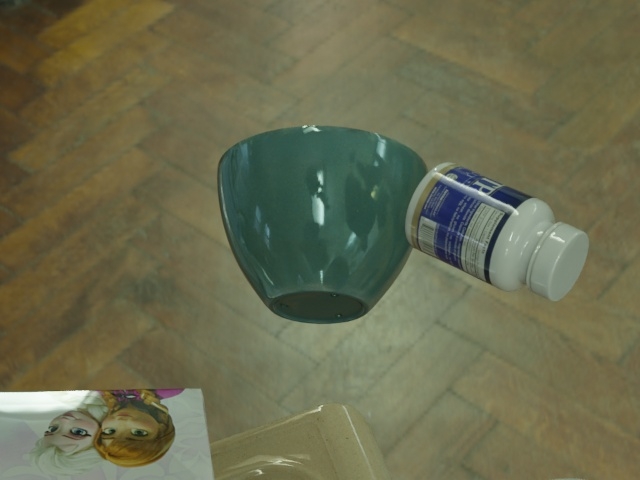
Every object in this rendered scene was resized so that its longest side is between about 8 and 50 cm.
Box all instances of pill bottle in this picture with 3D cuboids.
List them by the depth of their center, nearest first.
[{"bbox_3d":[0.199,-0.007,1.284,0.186,0.112,0.112,27,54,31],"label":"pill bottle"}]

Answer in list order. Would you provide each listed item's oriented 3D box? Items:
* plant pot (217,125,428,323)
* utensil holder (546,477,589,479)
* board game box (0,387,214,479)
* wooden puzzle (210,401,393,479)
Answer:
[{"bbox_3d":[0.000,0.000,1.531,0.290,0.290,0.195,-1,67,8],"label":"plant pot"},{"bbox_3d":[0.259,0.447,0.962,0.327,0.327,0.385,-23,34,-15],"label":"utensil holder"},{"bbox_3d":[-0.216,0.206,0.498,0.318,0.318,0.066,1,33,-13],"label":"board game box"},{"bbox_3d":[-0.075,0.313,0.860,0.348,0.080,0.322,-15,53,-12],"label":"wooden puzzle"}]
